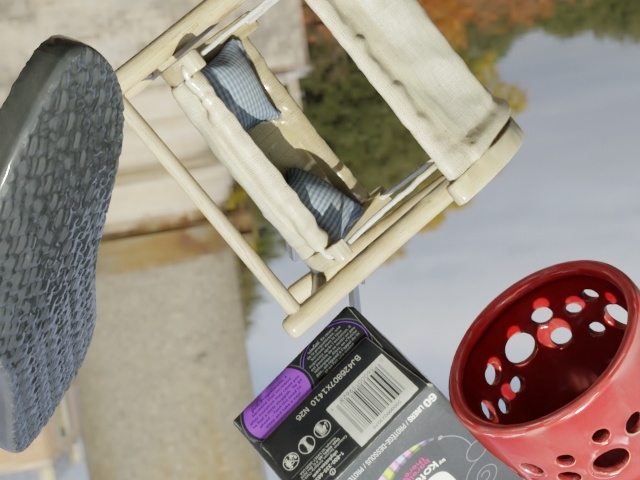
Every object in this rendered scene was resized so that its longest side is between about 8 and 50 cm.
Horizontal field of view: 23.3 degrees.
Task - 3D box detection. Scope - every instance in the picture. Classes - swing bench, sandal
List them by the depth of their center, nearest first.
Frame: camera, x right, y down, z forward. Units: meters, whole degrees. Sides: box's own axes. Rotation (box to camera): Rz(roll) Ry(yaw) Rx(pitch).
[{"bbox_3d":[-0.226,0.016,1.070,0.107,0.445,0.167,28,-124,5],"label":"sandal"},{"bbox_3d":[-0.002,-0.106,1.260,0.255,0.253,0.165,-39,-174,6],"label":"swing bench"}]

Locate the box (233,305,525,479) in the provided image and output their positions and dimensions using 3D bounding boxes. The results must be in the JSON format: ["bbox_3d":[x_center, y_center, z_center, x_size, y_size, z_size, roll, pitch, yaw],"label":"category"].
[{"bbox_3d":[0.070,0.216,1.498,0.165,0.270,0.143,-45,-134,-1],"label":"box"}]

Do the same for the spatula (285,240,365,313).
[{"bbox_3d":[0.000,0.000,1.578,0.019,0.168,0.242,-35,155,-14],"label":"spatula"}]

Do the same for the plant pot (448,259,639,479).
[{"bbox_3d":[0.234,0.142,1.359,0.191,0.174,0.191,-29,-149,20],"label":"plant pot"}]
